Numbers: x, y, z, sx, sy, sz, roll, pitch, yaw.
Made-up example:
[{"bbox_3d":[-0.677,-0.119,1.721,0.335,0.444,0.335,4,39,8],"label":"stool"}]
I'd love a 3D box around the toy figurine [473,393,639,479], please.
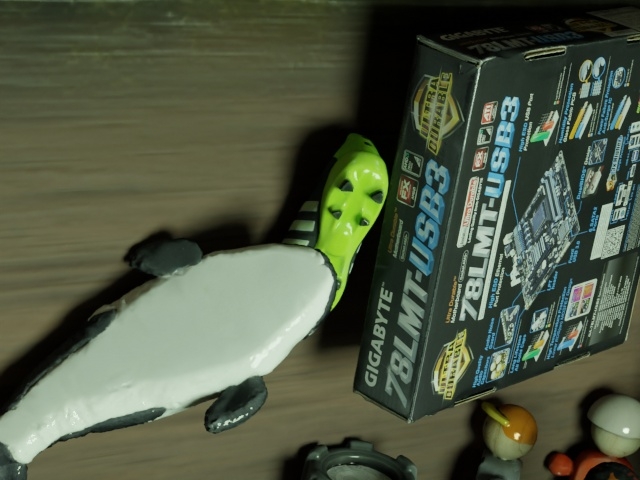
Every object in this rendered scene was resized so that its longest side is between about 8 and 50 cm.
[{"bbox_3d":[0.246,0.224,1.403,0.210,0.213,0.148,7,105,-34],"label":"toy figurine"}]

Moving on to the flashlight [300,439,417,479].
[{"bbox_3d":[0.011,0.323,1.360,0.103,0.103,0.304,8,110,-10],"label":"flashlight"}]

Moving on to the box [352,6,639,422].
[{"bbox_3d":[0.166,-0.028,1.278,0.293,0.073,0.295,-14,120,-43],"label":"box"}]

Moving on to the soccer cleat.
[{"bbox_3d":[0.000,0.000,1.223,0.060,0.072,0.179,23,119,-16],"label":"soccer cleat"}]

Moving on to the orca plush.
[{"bbox_3d":[-0.114,0.104,1.168,0.287,0.151,0.102,-43,160,-14],"label":"orca plush"}]
